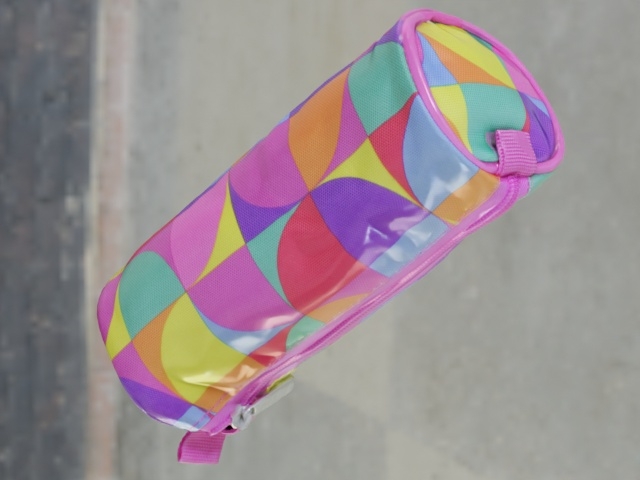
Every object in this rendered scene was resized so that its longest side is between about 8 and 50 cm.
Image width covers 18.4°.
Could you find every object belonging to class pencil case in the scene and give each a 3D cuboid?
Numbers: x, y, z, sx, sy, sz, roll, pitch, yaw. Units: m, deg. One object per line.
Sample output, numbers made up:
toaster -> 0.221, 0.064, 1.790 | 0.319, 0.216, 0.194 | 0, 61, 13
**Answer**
pencil case -> 0.000, 0.000, 0.888 | 0.236, 0.104, 0.104 | -43, 49, 33
